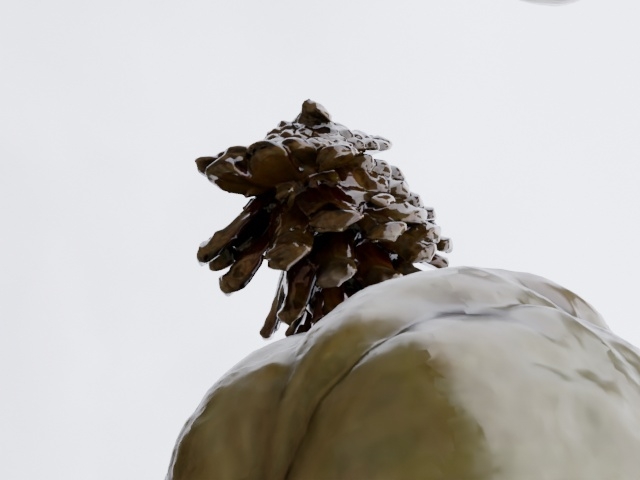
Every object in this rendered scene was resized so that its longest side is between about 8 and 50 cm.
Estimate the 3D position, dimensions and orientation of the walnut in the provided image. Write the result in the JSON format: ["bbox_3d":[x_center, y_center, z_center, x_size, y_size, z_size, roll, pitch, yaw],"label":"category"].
[{"bbox_3d":[0.056,0.138,0.547,0.227,0.283,0.282,10,-79,38],"label":"walnut"}]

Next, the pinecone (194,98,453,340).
[{"bbox_3d":[0.002,-0.003,1.027,0.150,0.179,0.195,-43,-92,15],"label":"pinecone"}]

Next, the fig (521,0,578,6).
[{"bbox_3d":[0.203,-0.252,1.129,0.186,0.142,0.148,-14,-92,17],"label":"fig"}]
